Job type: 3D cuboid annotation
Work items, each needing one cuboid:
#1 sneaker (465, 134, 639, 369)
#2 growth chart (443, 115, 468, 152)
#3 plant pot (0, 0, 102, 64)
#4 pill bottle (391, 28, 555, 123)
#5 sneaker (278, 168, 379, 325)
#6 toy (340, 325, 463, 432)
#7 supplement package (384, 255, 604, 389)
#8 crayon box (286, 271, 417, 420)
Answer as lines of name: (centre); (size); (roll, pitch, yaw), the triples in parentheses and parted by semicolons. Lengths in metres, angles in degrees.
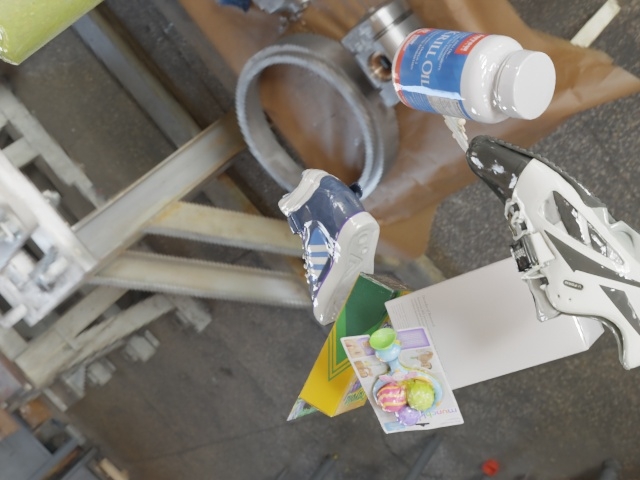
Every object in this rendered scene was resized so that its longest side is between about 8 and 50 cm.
sneaker: (0.274, 0.013, 0.970); (0.330, 0.146, 0.122); (43, -177, 18)
growth chart: (0.295, -0.247, 1.821); (0.237, 0.021, 0.172); (49, -168, -55)
plant pot: (-0.219, -0.287, 0.648); (0.276, 0.254, 0.276); (42, 172, 7)
pill bottle: (0.219, -0.235, 1.198); (0.221, 0.124, 0.124); (21, 138, 47)
sneaker: (0.000, 0.000, 1.786); (0.236, 0.130, 0.323); (47, 142, 31)
toy: (0.130, 0.239, 1.318); (0.137, 0.056, 0.237); (-11, 124, 19)
supplement package: (0.291, 0.130, 1.396); (0.293, 0.177, 0.175); (-23, 83, 26)
crayon box: (0.071, 0.226, 1.666); (0.083, 0.203, 0.323); (28, 96, 20)
